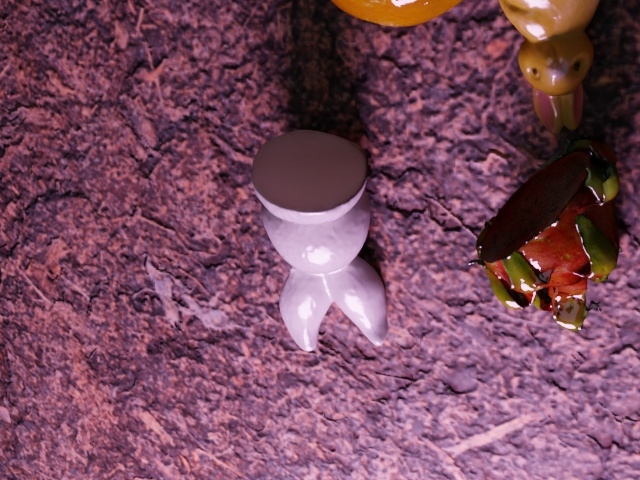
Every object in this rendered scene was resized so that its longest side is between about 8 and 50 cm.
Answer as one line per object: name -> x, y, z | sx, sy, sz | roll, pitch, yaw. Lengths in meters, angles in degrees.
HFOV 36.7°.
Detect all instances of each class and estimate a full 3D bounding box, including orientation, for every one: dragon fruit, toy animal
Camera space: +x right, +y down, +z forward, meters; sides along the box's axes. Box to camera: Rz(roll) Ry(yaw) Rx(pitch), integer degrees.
dragon fruit -> 0.189, -0.005, 0.768 | 0.175, 0.138, 0.142 | 51, 173, -36
toy animal -> 0.181, -0.153, 0.728 | 0.083, 0.070, 0.159 | 1, 117, 27
toy animal -> 0.002, -0.002, 0.892 | 0.104, 0.130, 0.220 | -10, 139, -1

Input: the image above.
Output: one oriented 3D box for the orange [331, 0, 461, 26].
orange -> 0.057, -0.240, 0.724 | 0.155, 0.134, 0.154 | 27, 145, 20
